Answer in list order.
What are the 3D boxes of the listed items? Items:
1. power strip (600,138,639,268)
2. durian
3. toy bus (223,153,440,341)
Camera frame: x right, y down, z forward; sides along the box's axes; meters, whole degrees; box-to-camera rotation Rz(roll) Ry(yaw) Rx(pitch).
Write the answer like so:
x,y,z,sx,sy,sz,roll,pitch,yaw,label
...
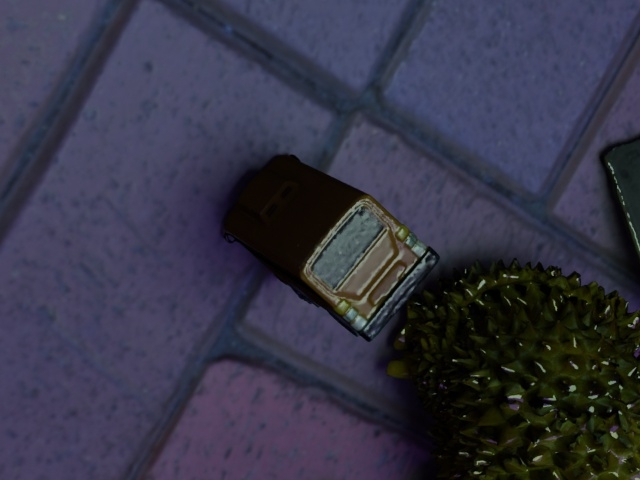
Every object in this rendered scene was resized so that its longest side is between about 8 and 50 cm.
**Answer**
x,y,z,sx,sy,sz,roll,pitch,yaw,label
0.402,-0.025,1.675,0.198,0.064,0.213,-24,93,-24,power strip
0.214,0.143,1.553,0.258,0.293,0.258,-25,140,-23,durian
0.000,0.000,1.416,0.114,0.201,0.098,42,85,-26,toy bus
